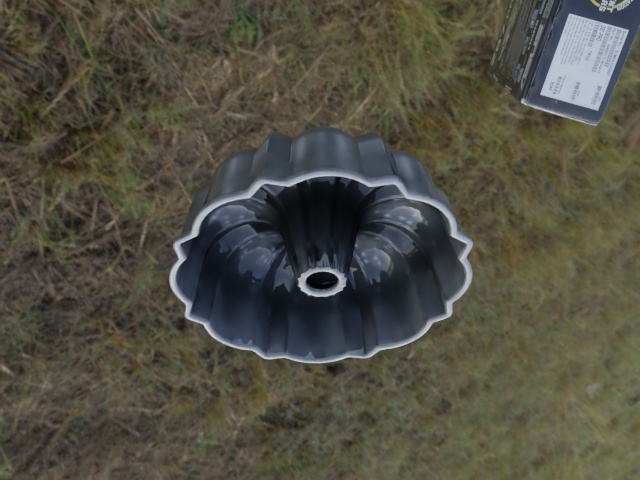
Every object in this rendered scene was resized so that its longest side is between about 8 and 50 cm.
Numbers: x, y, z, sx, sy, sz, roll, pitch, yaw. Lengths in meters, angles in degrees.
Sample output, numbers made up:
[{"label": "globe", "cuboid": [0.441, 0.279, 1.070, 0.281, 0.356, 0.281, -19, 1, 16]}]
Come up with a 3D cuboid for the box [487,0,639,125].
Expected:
[{"label": "box", "cuboid": [0.301, -0.349, 0.813, 0.318, 0.097, 0.395, -79, -176, -71]}]

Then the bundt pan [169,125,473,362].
[{"label": "bundt pan", "cuboid": [0.000, 0.000, 0.833, 0.330, 0.124, 0.331, -1, 139, -1]}]
